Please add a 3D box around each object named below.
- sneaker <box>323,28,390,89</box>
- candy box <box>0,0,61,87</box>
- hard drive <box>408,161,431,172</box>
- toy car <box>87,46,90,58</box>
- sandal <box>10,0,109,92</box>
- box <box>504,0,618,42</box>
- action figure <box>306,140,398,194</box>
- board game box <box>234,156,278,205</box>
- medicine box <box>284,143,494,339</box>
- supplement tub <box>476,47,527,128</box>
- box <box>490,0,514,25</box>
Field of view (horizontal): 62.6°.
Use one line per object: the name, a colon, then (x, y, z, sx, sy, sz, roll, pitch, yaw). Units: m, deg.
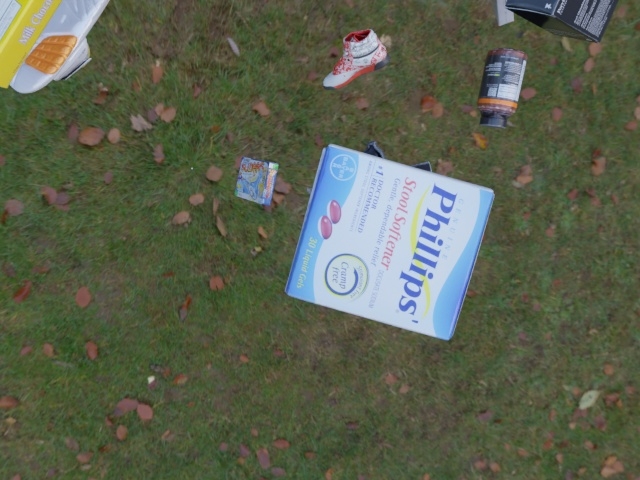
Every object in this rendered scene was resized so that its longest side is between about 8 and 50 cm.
sneaker: (0.096, -0.642, 1.855, 0.145, 0.270, 0.090, 47, 41, -39)
candy box: (-0.225, -0.231, 0.406, 0.105, 0.027, 0.205, 43, 101, 20)
hard drive: (0.298, -0.162, 1.890, 0.172, 0.054, 0.254, -16, 146, -29)
toy car: (-0.566, -0.458, 1.187, 0.053, 0.225, 0.238, 6, 78, -38)
sandal: (-0.445, -0.359, 0.945, 0.102, 0.076, 0.265, 41, 90, 17)
box: (0.444, -0.492, 0.880, 0.184, 0.103, 0.261, -1, 116, -43)
action figure: (0.168, -0.121, 1.686, 0.330, 0.178, 0.341, -28, 102, 25)
board game box: (-0.212, -0.197, 1.720, 0.035, 0.201, 0.136, 8, 97, -36)
medicine box: (0.113, 0.001, 0.926, 0.290, 0.149, 0.263, 15, 93, 1)
supplement tub: (0.479, -0.402, 1.406, 0.106, 0.106, 0.197, 7, 101, -14)
box: (0.376, -0.580, 1.128, 0.038, 0.186, 0.145, -14, 67, 16)
